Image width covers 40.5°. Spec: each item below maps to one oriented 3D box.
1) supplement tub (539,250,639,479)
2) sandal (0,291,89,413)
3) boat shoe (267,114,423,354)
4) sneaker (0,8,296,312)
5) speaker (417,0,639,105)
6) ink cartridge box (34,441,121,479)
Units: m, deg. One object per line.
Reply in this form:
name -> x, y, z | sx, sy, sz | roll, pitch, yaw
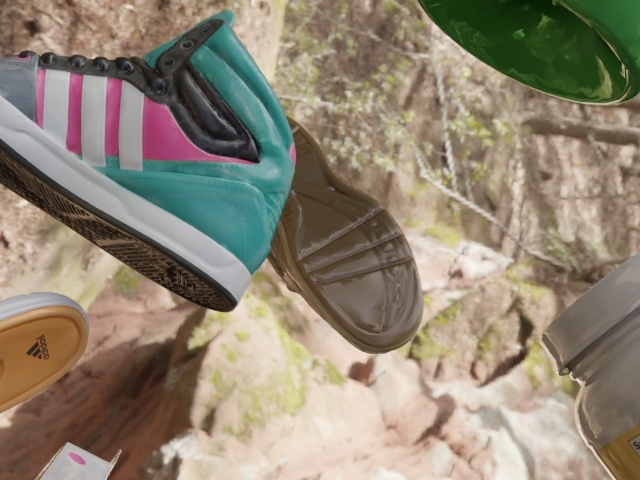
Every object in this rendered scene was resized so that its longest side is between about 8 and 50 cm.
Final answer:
supplement tub -> 0.347, 0.154, 0.650 | 0.241, 0.331, 0.241 | -29, 158, -13
sandal -> -0.242, 0.111, 0.499 | 0.265, 0.076, 0.102 | -29, 133, -31
boat shoe -> 0.000, 0.000, 0.936 | 0.122, 0.341, 0.110 | -17, 141, -20
sneaker -> -0.137, -0.101, 0.604 | 0.178, 0.295, 0.124 | -57, -177, -21
speaker -> 0.158, -0.211, 0.368 | 0.296, 0.131, 0.131 | -59, 150, -3
ink cartridge box -> -0.281, 0.294, 0.788 | 0.175, 0.069, 0.371 | -52, -177, -1
